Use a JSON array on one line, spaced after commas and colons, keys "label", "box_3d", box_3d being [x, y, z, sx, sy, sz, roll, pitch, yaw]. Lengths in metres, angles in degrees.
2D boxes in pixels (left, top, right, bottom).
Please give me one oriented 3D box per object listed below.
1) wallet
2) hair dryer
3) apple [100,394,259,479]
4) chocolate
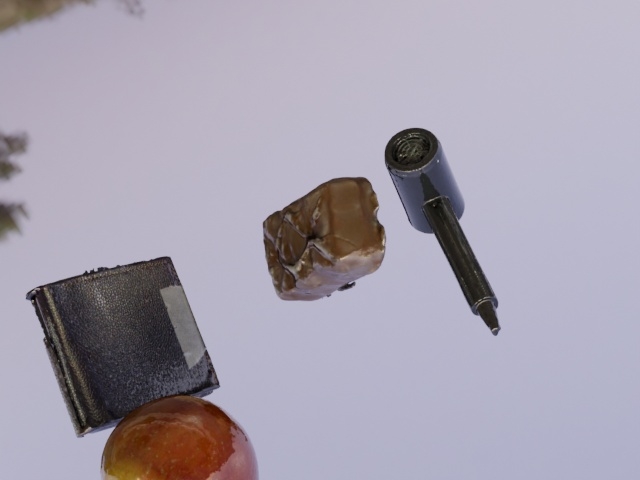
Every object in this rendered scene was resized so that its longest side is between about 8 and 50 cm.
[{"label": "wallet", "box_3d": [-0.278, 0.146, 2.221, 0.262, 0.221, 0.071, -15, 168, -46]}, {"label": "hair dryer", "box_3d": [0.146, -0.005, 1.725, 0.070, 0.128, 0.255, -26, -130, 2]}, {"label": "apple", "box_3d": [-0.174, 0.305, 1.992, 0.173, 0.210, 0.235, -48, 167, -39]}, {"label": "chocolate", "box_3d": [0.000, 0.000, 2.290, 0.093, 0.148, 0.214, -4, 162, -32]}]
